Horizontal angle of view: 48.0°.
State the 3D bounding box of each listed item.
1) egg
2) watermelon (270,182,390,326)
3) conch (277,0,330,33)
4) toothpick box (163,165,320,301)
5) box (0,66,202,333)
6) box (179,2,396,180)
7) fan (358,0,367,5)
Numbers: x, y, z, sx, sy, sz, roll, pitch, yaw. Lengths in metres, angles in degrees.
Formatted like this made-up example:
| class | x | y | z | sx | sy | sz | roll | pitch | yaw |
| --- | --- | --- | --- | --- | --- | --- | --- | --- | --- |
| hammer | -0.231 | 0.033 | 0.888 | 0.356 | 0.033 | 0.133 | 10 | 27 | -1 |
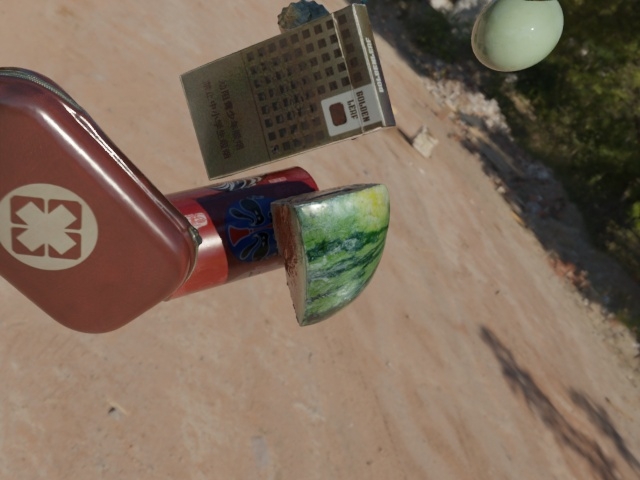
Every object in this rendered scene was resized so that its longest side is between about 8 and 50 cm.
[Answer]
| class | x | y | z | sx | sy | sz | roll | pitch | yaw |
| --- | --- | --- | --- | --- | --- | --- | --- | --- | --- |
| egg | 0.375 | -0.402 | 1.374 | 0.149 | 0.192 | 0.149 | 44 | -23 | 24 |
| watermelon | 0.000 | 0.000 | 1.270 | 0.213 | 0.261 | 0.201 | -20 | 38 | -33 |
| conch | -0.022 | -0.456 | 1.643 | 0.207 | 0.130 | 0.155 | 54 | 44 | -53 |
| toothpick box | -0.176 | -0.019 | 1.425 | 0.334 | 0.204 | 0.204 | -16 | 55 | -26 |
| box | -0.364 | -0.041 | 0.997 | 0.404 | 0.263 | 0.108 | 49 | 14 | -26 |
| box | -0.058 | -0.215 | 1.092 | 0.047 | 0.325 | 0.180 | -21 | 97 | -61 |
| fan | 0.104 | -0.523 | 1.502 | 0.016 | 0.193 | 0.038 | 28 | -17 | -7 |
